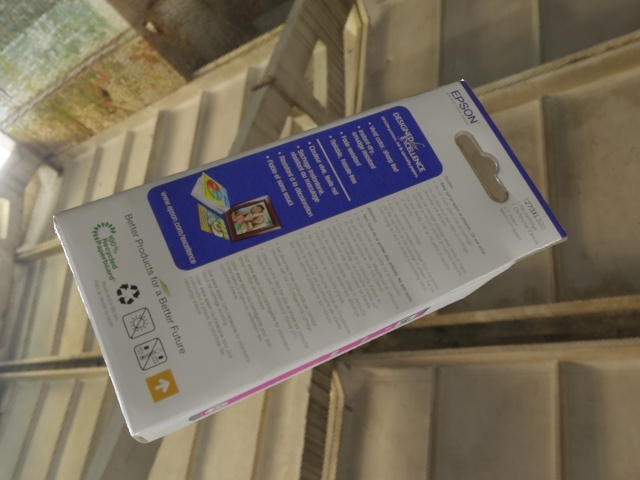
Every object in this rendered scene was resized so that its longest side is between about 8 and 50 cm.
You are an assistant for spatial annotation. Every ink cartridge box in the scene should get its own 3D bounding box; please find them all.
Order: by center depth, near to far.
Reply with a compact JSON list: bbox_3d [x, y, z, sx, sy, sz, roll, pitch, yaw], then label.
[{"bbox_3d":[0.000,0.000,0.493,0.371,0.069,0.176,-22,-108,-15],"label":"ink cartridge box"}]
